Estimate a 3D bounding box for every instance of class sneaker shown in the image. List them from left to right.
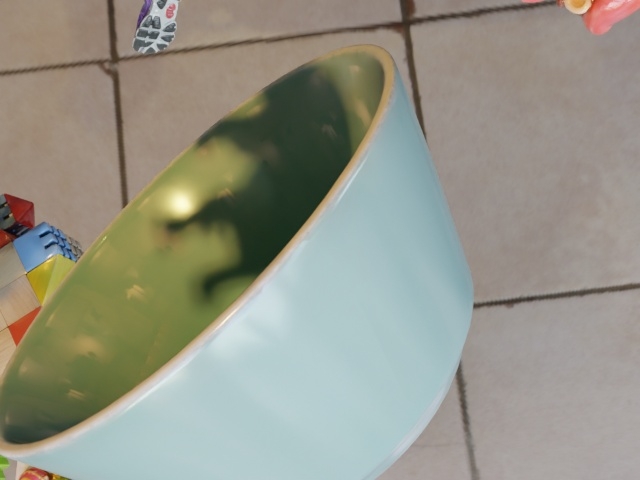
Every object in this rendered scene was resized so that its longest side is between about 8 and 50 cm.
[{"bbox_3d":[-0.278,-0.398,1.590,0.068,0.170,0.071,5,38,-33],"label":"sneaker"}]

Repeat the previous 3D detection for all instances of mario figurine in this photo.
[{"bbox_3d":[0.333,-0.419,1.329,0.321,0.170,0.198,22,83,23],"label":"mario figurine"}]

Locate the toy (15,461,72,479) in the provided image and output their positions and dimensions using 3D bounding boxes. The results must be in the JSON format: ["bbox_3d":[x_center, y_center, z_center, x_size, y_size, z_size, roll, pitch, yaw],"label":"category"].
[{"bbox_3d":[-0.400,0.355,1.364,0.137,0.056,0.237,5,85,18],"label":"toy"}]

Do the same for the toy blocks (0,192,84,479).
[{"bbox_3d":[-0.397,0.085,1.170,0.261,0.191,0.381,-32,70,2],"label":"toy blocks"}]

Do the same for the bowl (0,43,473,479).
[{"bbox_3d":[-0.030,0.046,0.564,0.311,0.311,0.163,-48,111,-9],"label":"bowl"}]
